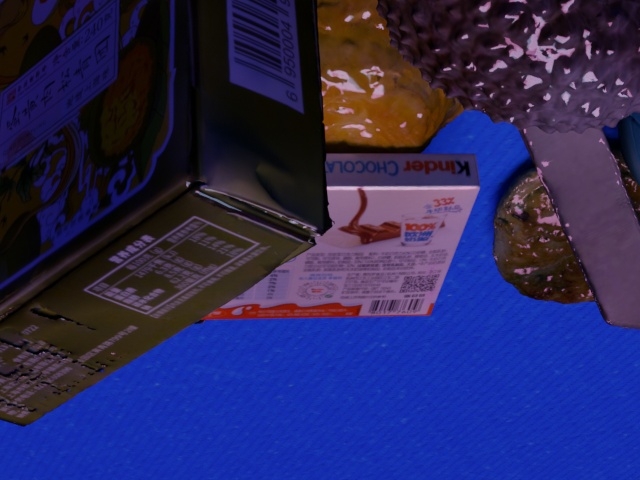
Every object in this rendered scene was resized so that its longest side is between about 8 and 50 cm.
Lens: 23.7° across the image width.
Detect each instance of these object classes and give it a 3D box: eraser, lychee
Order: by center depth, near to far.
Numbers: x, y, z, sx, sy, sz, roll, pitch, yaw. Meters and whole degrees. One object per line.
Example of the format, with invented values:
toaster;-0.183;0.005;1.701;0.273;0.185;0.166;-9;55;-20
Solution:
lychee;0.174;-0.215;1.193;0.300;0.300;0.300;-2;149;-1
eraser;0.276;-0.042;1.564;0.077;0.111;0.352;-24;125;10

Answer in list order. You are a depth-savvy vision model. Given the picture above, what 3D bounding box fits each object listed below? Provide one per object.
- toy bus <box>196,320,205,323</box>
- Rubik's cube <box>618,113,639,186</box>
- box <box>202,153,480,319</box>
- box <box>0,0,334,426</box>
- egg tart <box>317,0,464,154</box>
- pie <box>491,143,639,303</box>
toy bus;-0.124;-0.001;1.670;0.297;0.131;0.106;-25;142;32
Rubik's cube;0.365;-0.108;1.448;0.254;0.254;0.254;-2;149;-1
box;0.000;0.000;1.514;0.273;0.048;0.265;0;150;-8
box;-0.180;-0.093;1.284;0.138;0.373;0.420;24;140;-37
egg tart;0.012;-0.146;1.447;0.319;0.128;0.319;-1;146;-1
pie;0.327;-0.012;1.730;0.277;0.078;0.277;-3;148;-2
